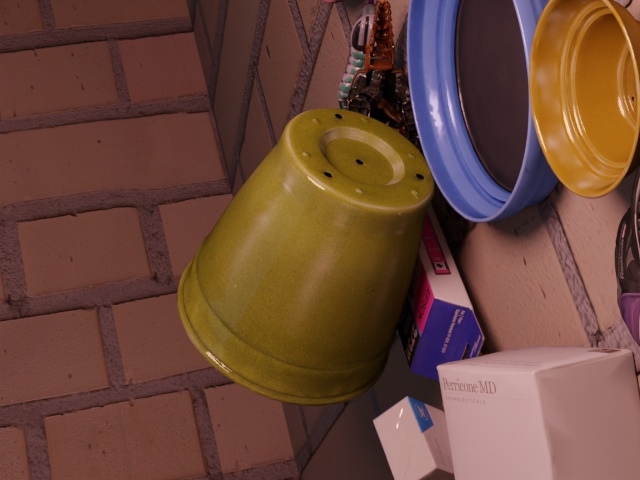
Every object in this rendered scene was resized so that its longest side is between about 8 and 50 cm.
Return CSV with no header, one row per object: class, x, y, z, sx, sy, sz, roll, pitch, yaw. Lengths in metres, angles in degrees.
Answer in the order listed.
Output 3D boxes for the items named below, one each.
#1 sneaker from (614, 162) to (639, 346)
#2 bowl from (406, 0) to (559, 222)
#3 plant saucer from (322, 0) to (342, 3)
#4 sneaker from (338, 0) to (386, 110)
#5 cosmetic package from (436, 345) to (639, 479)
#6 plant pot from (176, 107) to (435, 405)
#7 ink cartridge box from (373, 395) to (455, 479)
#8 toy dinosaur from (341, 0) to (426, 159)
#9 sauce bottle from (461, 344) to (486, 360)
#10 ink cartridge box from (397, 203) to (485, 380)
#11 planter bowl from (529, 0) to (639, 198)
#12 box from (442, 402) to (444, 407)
sneaker,0.332,-0.019,1.026,0.124,0.107,0.283,-114,20,-62
bowl,0.219,-0.220,1.374,0.391,0.077,0.391,171,90,-75
plant saucer,0.033,-0.593,1.841,0.332,0.084,0.332,171,90,-76
sneaker,0.084,-0.325,1.869,0.223,0.083,0.098,103,175,-45
cosmetic package,0.283,0.326,1.253,0.217,0.156,0.385,-15,85,64
plant pot,0.000,0.000,1.595,0.353,0.366,0.366,-65,33,37
ink cartridge box,0.199,0.346,1.646,0.078,0.231,0.134,-40,48,22
toy dinosaur,0.093,-0.231,1.734,0.218,0.164,0.322,-92,-20,-59
sauce bottle,0.243,0.192,1.601,0.128,0.042,0.042,-142,45,-67
ink cartridge box,0.168,0.081,1.685,0.371,0.069,0.175,-108,22,-45
planter bowl,0.304,-0.156,1.063,0.217,0.090,0.217,172,90,-75
box,0.246,0.287,1.610,0.081,0.028,0.136,-50,45,32
